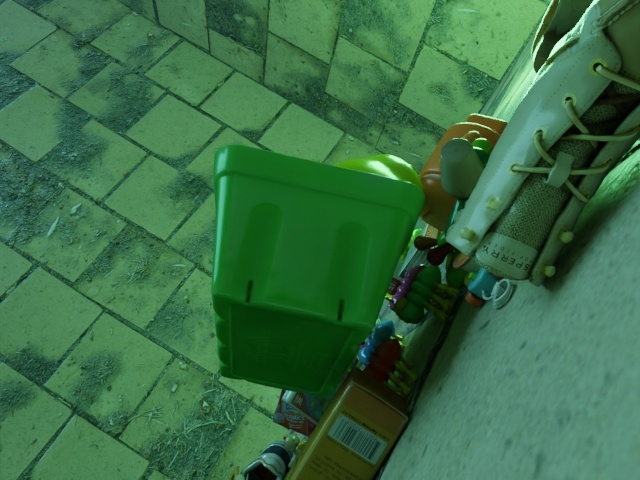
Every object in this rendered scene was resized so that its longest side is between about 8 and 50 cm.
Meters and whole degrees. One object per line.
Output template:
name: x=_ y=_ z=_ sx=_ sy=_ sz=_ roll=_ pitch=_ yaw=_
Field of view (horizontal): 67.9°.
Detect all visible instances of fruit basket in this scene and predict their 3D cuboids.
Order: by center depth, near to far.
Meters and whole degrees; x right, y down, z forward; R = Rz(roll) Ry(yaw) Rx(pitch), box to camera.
fruit basket: x=0.000 y=0.000 z=0.678 sx=0.392 sy=0.283 sz=0.391 roll=-168 pitch=90 yaw=-88

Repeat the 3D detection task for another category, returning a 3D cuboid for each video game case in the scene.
video game case: x=0.026 y=0.326 z=1.244 sx=0.285 sy=0.025 sz=0.204 roll=-56 pitch=-39 yaw=-20

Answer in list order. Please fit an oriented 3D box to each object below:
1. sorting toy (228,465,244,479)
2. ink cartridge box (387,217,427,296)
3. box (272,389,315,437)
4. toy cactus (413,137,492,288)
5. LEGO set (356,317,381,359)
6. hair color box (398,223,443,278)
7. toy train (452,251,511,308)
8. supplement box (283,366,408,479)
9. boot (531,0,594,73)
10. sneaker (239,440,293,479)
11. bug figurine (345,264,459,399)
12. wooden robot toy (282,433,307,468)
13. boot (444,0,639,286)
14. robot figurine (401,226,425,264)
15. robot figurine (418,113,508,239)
sorting toy: x=-0.247 y=0.728 z=1.208 sx=0.347 sy=0.047 sz=0.195 roll=-125 pitch=57 yaw=-73
ink cartridge box: x=0.252 y=-0.004 z=1.480 sx=0.306 sy=0.131 sz=0.226 roll=-60 pitch=-5 yaw=22
box: x=-0.037 y=0.448 z=1.424 sx=0.257 sy=0.123 sz=0.128 roll=-37 pitch=-36 yaw=-74
toy cactus: x=0.172 y=-0.058 z=0.585 sx=0.218 sy=0.112 sz=0.180 roll=-62 pitch=-34 yaw=-18
LEGO set: x=0.098 y=0.246 z=1.154 sx=0.087 sy=0.093 sz=0.227 roll=-28 pitch=-2 yaw=17
hair color box: x=0.228 y=0.027 z=1.046 sx=0.093 sy=0.053 sz=0.167 roll=-60 pitch=-7 yaw=26
toy train: x=0.188 y=-0.012 z=0.481 sx=0.166 sy=0.046 sz=0.125 roll=-57 pitch=-6 yaw=-9
supplement box: x=0.008 y=0.267 z=0.540 sx=0.233 sy=0.080 sz=0.078 roll=-57 pitch=-6 yaw=2
boot: x=0.440 y=-0.422 z=0.778 sx=0.211 sy=0.104 sz=0.295 roll=-53 pitch=-12 yaw=-46
sneaker: x=-0.207 y=0.737 z=1.391 sx=0.321 sy=0.126 sz=0.127 roll=-58 pitch=-11 yaw=10
bug figurine: x=0.113 y=0.131 z=0.709 sx=0.216 sy=0.072 sz=0.279 roll=-59 pitch=-6 yaw=1
wooden robot toy: x=-0.047 y=0.457 z=1.069 sx=0.076 sy=0.079 sz=0.173 roll=-54 pitch=-7 yaw=-41
boot: x=0.172 y=-0.063 z=0.319 sx=0.203 sy=0.095 sz=0.262 roll=-61 pitch=-4 yaw=6
robot figurine: x=0.240 y=0.018 z=1.180 sx=0.101 sy=0.067 sz=0.115 roll=-19 pitch=-31 yaw=-36
robot figurine: x=0.234 y=-0.107 z=0.792 sx=0.219 sy=0.128 sz=0.158 roll=-58 pitch=7 yaw=-11
